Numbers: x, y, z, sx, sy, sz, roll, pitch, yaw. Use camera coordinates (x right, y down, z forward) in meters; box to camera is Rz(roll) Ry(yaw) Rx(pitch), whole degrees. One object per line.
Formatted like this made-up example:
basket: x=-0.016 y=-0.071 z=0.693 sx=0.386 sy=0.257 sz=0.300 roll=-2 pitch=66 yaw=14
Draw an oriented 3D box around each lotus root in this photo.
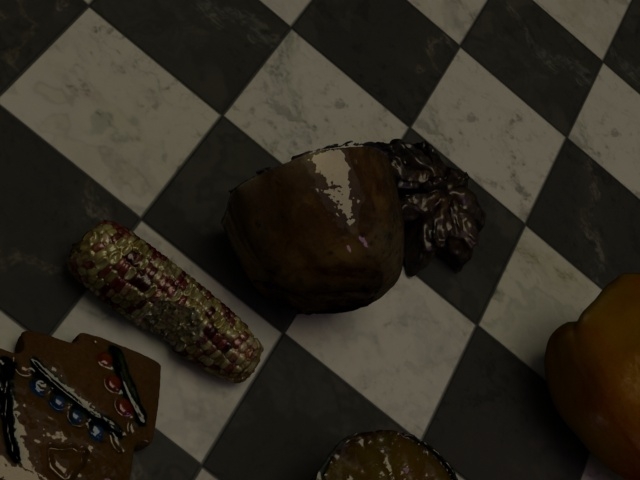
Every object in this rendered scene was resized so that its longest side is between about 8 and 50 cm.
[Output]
lotus root: x=0.000 y=0.000 z=1.883 sx=0.272 sy=0.272 sz=0.192 roll=-4 pitch=74 yaw=-37

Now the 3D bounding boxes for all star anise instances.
star anise: x=0.161 y=-0.064 z=2.127 sx=0.236 sy=0.109 sz=0.223 roll=-4 pitch=68 yaw=-39

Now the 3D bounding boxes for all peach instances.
peach: x=0.496 y=0.211 z=2.065 sx=0.289 sy=0.289 sz=0.308 roll=-28 pitch=73 yaw=-43

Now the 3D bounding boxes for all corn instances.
corn: x=-0.195 y=0.084 z=1.788 sx=0.290 sy=0.098 sz=0.098 roll=40 pitch=47 yaw=-11

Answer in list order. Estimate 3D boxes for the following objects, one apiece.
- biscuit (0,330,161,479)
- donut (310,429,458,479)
biscuit: x=-0.306 y=0.203 z=1.665 sx=0.301 sy=0.043 sz=0.278 roll=-33 pitch=83 yaw=-43
donut: x=0.076 y=0.386 z=1.779 sx=0.272 sy=0.107 sz=0.272 roll=14 pitch=59 yaw=-25
